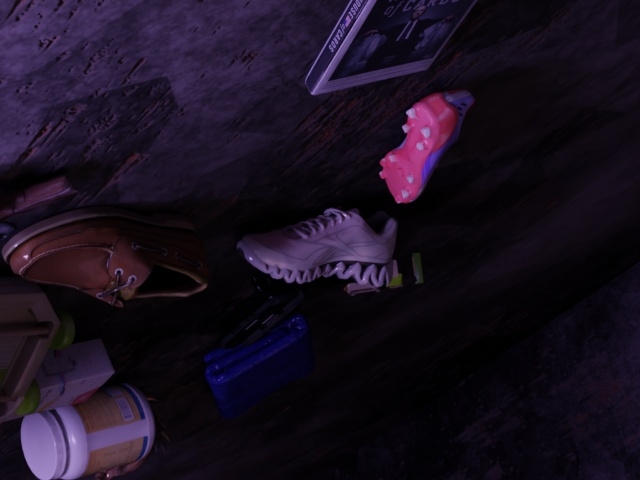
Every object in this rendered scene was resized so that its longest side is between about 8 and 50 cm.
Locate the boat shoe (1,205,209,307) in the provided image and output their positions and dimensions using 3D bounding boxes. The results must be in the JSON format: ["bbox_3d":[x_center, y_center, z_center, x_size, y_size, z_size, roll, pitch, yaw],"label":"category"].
[{"bbox_3d":[-0.260,0.027,1.590,0.307,0.104,0.110,-5,152,-48],"label":"boat shoe"}]

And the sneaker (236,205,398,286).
[{"bbox_3d":[0.000,0.000,1.909,0.292,0.110,0.118,2,115,-39],"label":"sneaker"}]

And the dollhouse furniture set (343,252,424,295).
[{"bbox_3d":[0.119,0.063,2.337,0.151,0.059,0.076,-9,171,8],"label":"dollhouse furniture set"}]

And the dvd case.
[{"bbox_3d":[0.099,-0.260,1.423,0.179,0.030,0.239,-16,160,-30],"label":"dvd case"}]

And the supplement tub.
[{"bbox_3d":[-0.408,0.337,2.169,0.199,0.144,0.144,-9,155,-41],"label":"supplement tub"}]

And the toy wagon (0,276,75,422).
[{"bbox_3d":[-0.484,0.198,1.628,0.267,0.068,0.344,0,126,-53],"label":"toy wagon"}]

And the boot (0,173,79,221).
[{"bbox_3d":[-0.328,-0.055,1.383,0.114,0.037,0.106,-17,173,-17],"label":"boot"}]

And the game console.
[{"bbox_3d":[-0.067,0.092,2.135,0.213,0.044,0.361,-4,151,-46],"label":"game console"}]

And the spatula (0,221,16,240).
[{"bbox_3d":[-0.481,0.036,1.402,0.296,0.030,0.084,-24,159,5],"label":"spatula"}]

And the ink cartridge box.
[{"bbox_3d":[-0.440,0.223,1.938,0.198,0.067,0.115,-10,156,-40],"label":"ink cartridge box"}]

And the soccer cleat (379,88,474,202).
[{"bbox_3d":[0.153,-0.131,1.773,0.095,0.083,0.248,-25,160,-20],"label":"soccer cleat"}]

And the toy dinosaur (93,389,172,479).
[{"bbox_3d":[-0.375,0.398,2.430,0.200,0.127,0.296,-31,168,-7],"label":"toy dinosaur"}]

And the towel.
[{"bbox_3d":[-0.121,0.243,2.434,0.227,0.076,0.308,-31,162,-10],"label":"towel"}]
